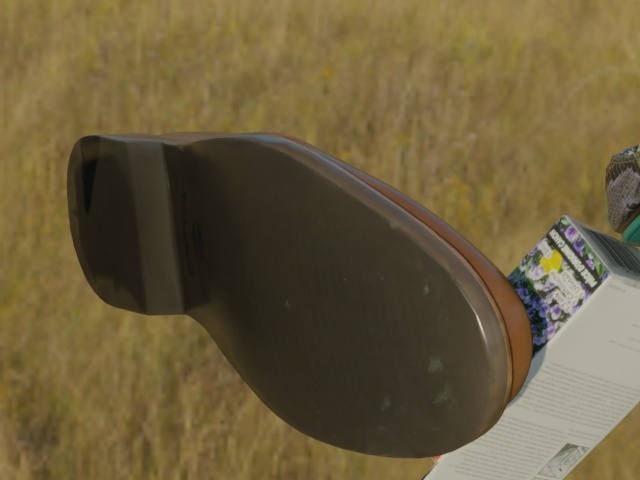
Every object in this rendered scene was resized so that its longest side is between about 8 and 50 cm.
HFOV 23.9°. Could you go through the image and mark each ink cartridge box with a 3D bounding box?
[{"bbox_3d":[0.059,0.049,0.458,0.063,0.115,0.029,20,28,-45],"label":"ink cartridge box"}]

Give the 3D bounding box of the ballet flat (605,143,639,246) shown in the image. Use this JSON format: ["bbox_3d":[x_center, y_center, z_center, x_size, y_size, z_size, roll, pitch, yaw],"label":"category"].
[{"bbox_3d":[0.105,-0.027,0.410,0.041,0.041,0.114,1,-11,-9],"label":"ballet flat"}]

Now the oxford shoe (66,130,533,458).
[{"bbox_3d":[0.000,0.000,0.430,0.076,0.076,0.212,-9,19,-29],"label":"oxford shoe"}]
